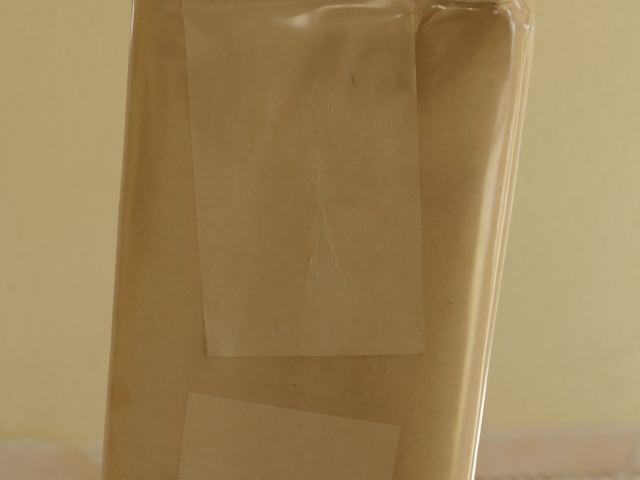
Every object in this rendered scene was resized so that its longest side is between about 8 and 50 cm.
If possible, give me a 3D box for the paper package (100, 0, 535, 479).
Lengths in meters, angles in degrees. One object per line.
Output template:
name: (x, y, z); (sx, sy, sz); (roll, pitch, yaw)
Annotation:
paper package: (0.000, 0.000, 0.943); (0.168, 0.325, 0.309); (6, 19, 2)
